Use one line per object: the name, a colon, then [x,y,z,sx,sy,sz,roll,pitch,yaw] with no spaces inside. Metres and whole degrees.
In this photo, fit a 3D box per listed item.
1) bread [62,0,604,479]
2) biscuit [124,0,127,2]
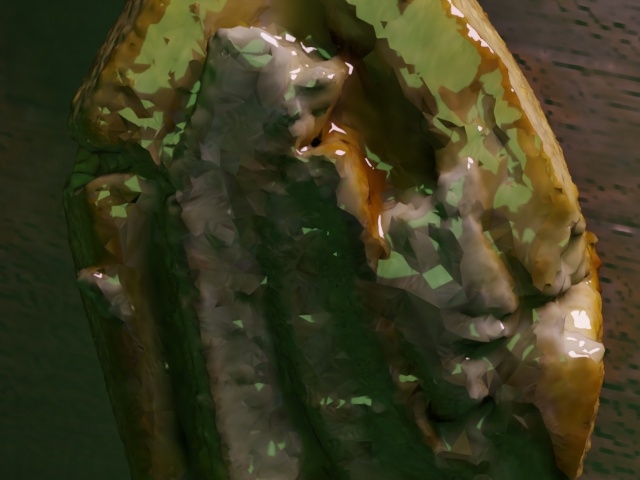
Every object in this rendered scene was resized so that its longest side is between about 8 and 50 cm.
bread: [0.000,0.000,0.604,0.186,0.124,0.257,-14,108,9]
biscuit: [0.004,-0.216,0.649,0.281,0.084,0.179,-38,91,13]
